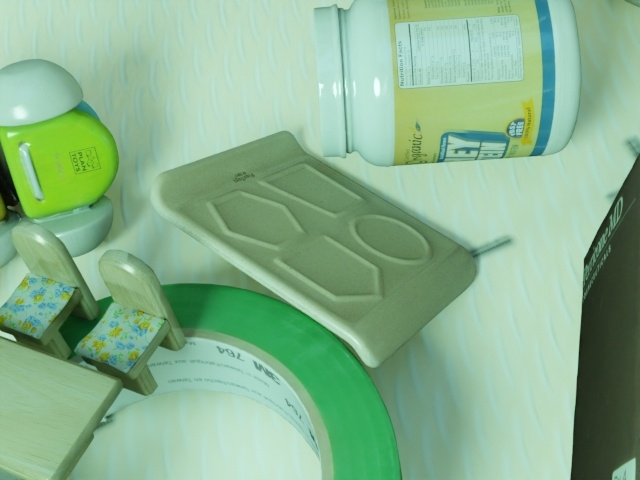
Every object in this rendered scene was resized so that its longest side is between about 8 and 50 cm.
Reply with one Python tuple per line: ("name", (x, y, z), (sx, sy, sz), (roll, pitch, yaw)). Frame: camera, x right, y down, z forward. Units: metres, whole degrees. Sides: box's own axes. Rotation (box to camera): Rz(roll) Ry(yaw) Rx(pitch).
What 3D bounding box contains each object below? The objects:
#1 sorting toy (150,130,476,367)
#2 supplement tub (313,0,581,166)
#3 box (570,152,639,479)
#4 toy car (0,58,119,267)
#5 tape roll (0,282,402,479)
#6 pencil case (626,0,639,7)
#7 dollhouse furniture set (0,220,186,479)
("sorting toy", (0.000, 0.000, 0.689), (0.208, 0.038, 0.193), (37, 32, 16))
("supplement tub", (0.097, -0.135, 0.736), (0.200, 0.144, 0.144), (-4, 64, 2))
("box", (0.240, 0.149, 0.565), (0.143, 0.191, 0.381), (9, 65, 7))
("toy car", (-0.255, -0.069, 0.739), (0.182, 0.159, 0.136), (-11, 28, -2))
("tape roll", (-0.105, 0.176, 0.590), (0.321, 0.077, 0.321), (-4, 50, 5))
("pencil case", (0.305, -0.328, 0.690), (0.160, 0.410, 0.183), (2, 77, 11))
("dollhouse furniture set", (-0.244, 0.068, 0.547), (0.242, 0.161, 0.212), (15, 54, 23))
